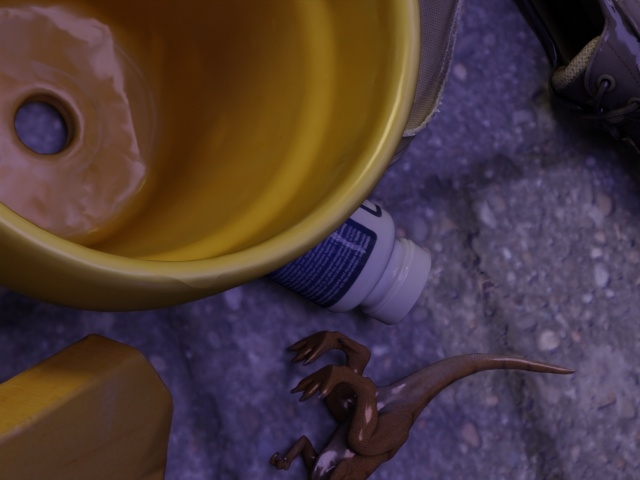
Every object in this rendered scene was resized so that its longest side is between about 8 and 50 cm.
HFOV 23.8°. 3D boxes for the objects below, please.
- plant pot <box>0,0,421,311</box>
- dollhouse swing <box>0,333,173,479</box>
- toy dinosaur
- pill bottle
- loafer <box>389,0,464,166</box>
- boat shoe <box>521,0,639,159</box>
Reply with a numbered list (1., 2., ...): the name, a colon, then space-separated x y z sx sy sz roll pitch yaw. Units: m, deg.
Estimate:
1. plant pot: -0.114 -0.083 0.734 0.254 0.239 0.254 5 77 -22
2. dollhouse swing: -0.262 0.187 0.627 0.315 0.305 0.347 11 111 7
3. toy dinosaur: 0.034 0.100 0.872 0.211 0.064 0.112 -43 116 -16
4. pill bottle: 0.000 0.000 0.863 0.120 0.067 0.067 29 69 -16
5. loafer: 0.044 -0.175 0.904 0.102 0.092 0.268 14 73 -19
6. boat shoe: 0.185 -0.114 0.956 0.092 0.103 0.285 -23 86 -21
